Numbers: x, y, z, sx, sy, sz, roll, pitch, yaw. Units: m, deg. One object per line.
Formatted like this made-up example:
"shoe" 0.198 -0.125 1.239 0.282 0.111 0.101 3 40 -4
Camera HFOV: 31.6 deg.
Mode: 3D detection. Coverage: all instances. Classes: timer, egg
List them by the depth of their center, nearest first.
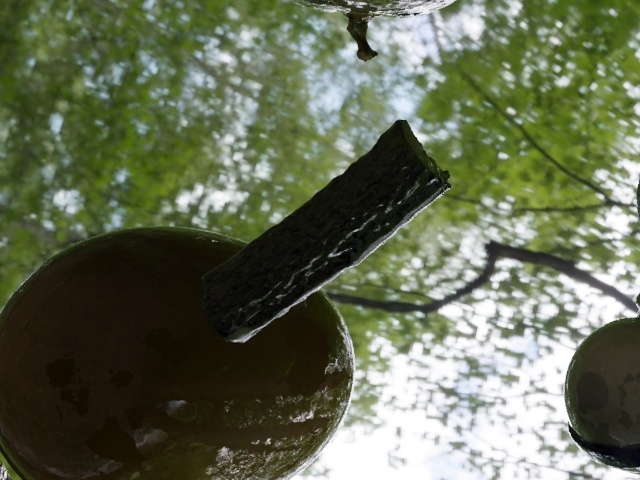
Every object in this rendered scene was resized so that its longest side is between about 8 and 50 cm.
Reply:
"egg" -0.121 0.112 0.958 0.250 0.322 0.250 10 -78 60
"timer" 0.347 0.049 0.987 0.270 0.270 0.383 25 -119 37

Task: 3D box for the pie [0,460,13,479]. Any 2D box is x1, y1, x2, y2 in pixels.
"pie" -0.379 0.291 1.178 0.084 0.179 0.205 -4 -57 29

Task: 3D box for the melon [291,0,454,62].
"melon" 0.026 -0.173 0.478 0.139 0.139 0.192 15 -76 38

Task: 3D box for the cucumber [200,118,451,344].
"cucumber" 0.001 0.001 0.716 0.187 0.058 0.058 -38 -119 24
